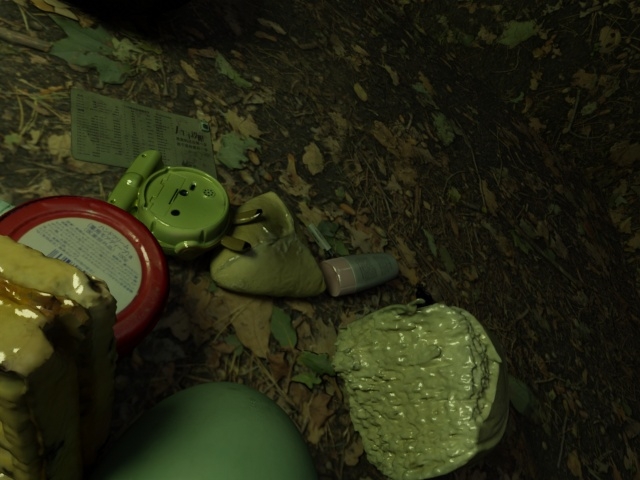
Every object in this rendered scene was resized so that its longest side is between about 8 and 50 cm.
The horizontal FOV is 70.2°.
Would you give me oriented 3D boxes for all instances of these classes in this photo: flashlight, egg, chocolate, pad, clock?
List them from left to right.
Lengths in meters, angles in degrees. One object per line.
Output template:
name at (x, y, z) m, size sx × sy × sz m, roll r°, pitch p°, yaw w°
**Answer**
pad at (-0.322, -0.195, 0.857) m, size 0.265 × 0.009 × 0.159 m, roll 5°, pitch 60°, yaw -38°
clock at (-0.219, -0.050, 0.763) m, size 0.232 × 0.069 × 0.170 m, roll 19°, pitch 48°, yaw -9°
egg at (-0.128, 0.338, 0.464) m, size 0.276 × 0.276 × 0.388 m, roll 28°, pitch 47°, yaw -24°
flashlight at (0.000, 0.000, 0.995) m, size 0.083 × 0.018 × 0.018 m, roll 54°, pitch 43°, yaw 2°
chocolate at (0.237, 0.165, 1.059) m, size 0.147 × 0.070 × 0.072 m, roll -47°, pitch 125°, yaw -47°

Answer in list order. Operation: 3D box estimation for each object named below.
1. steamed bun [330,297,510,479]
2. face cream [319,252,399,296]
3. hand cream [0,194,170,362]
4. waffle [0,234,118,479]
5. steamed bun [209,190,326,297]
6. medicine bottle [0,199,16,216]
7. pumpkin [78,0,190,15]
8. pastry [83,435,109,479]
steamed bun at (0.177, 0.273, 0.792) m, size 0.274 × 0.290 × 0.272 m, roll 24°, pitch 62°, yaw -37°
face cream at (0.089, 0.070, 0.999) m, size 0.198 × 0.057 × 0.084 m, roll -7°, pitch 67°, yaw -41°
hand cream at (-0.320, 0.065, 0.582) m, size 0.230 × 0.149 × 0.230 m, roll 19°, pitch 53°, yaw -28°
waffle at (-0.367, 0.073, 0.376) m, size 0.377 × 0.260 × 0.114 m, roll 23°, pitch 40°, yaw 0°
steamed bun at (-0.094, -0.004, 0.854) m, size 0.231 × 0.110 × 0.212 m, roll 9°, pitch 57°, yaw -40°
medicine bottle at (-0.504, -0.064, 0.568) m, size 0.218 × 0.074 × 0.073 m, roll 32°, pitch 46°, yaw -18°
pumpkin at (-0.400, -0.649, 0.851) m, size 0.455 × 0.344 × 0.454 m, roll 20°, pitch 48°, yaw -24°
pastry at (-0.303, 0.262, 0.488) m, size 0.097 × 0.115 × 0.208 m, roll 11°, pitch 47°, yaw 8°
